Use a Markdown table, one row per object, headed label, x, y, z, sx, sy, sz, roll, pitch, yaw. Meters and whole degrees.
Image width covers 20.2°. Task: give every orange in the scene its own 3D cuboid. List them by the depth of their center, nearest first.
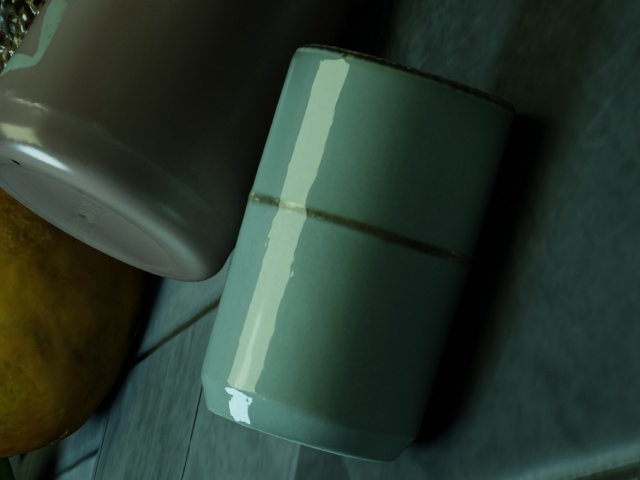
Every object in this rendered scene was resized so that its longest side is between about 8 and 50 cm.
| label | x | y | z | sx | sy | sz | roll | pitch | yaw |
| --- | --- | --- | --- | --- | --- | --- | --- | --- | --- |
| orange | -0.268 | 0.042 | 1.507 | 0.284 | 0.226 | 0.284 | -53 | 24 | 37 |

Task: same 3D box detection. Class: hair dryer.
| label | x | y | z | sx | sy | sz | roll | pitch | yaw |
| --- | --- | --- | --- | --- | --- | --- | --- | --- | --- |
| hair dryer | 0.000 | 0.000 | 0.938 | 0.357 | 0.107 | 0.173 | -156 | 84 | -83 |

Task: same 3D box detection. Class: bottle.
| label | x | y | z | sx | sy | sz | roll | pitch | yaw |
| --- | --- | --- | --- | --- | --- | --- | --- | --- | --- |
| bottle | -0.086 | -0.145 | 1.096 | 0.297 | 0.206 | 0.173 | -62 | -27 | -13 |

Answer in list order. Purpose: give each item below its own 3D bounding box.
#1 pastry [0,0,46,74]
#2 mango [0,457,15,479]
| label | x | y | z | sx | sy | sz | roll | pitch | yaw |
| --- | --- | --- | --- | --- | --- | --- | --- | --- | --- |
| pastry | -0.242 | -0.180 | 1.670 | 0.275 | 0.192 | 0.275 | -177 | 90 | -72 |
| mango | -0.376 | 0.321 | 1.630 | 0.225 | 0.201 | 0.382 | -141 | 52 | -81 |
